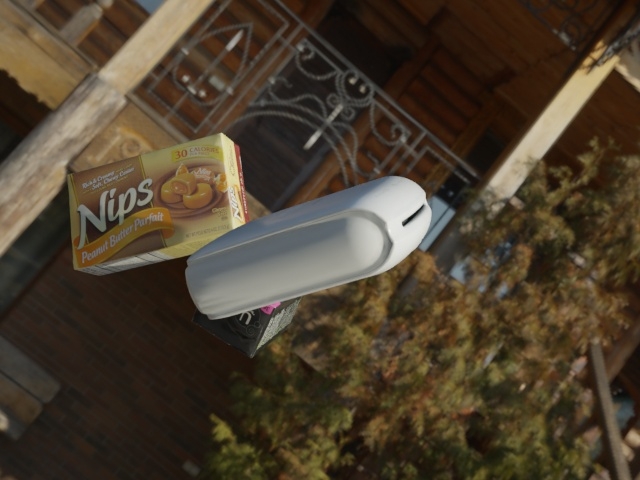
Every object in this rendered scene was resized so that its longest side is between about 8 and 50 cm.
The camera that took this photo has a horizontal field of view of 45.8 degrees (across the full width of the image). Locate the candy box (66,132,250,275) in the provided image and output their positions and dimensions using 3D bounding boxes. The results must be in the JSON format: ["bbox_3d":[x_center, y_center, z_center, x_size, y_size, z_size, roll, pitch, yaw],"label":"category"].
[{"bbox_3d":[-0.292,-0.060,1.358,0.087,0.316,0.183,34,45,-68],"label":"candy box"}]

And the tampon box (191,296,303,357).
[{"bbox_3d":[-0.113,0.102,1.259,0.120,0.101,0.161,29,18,11],"label":"tampon box"}]

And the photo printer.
[{"bbox_3d":[0.000,0.000,1.050,0.107,0.308,0.256,70,21,-7],"label":"photo printer"}]
